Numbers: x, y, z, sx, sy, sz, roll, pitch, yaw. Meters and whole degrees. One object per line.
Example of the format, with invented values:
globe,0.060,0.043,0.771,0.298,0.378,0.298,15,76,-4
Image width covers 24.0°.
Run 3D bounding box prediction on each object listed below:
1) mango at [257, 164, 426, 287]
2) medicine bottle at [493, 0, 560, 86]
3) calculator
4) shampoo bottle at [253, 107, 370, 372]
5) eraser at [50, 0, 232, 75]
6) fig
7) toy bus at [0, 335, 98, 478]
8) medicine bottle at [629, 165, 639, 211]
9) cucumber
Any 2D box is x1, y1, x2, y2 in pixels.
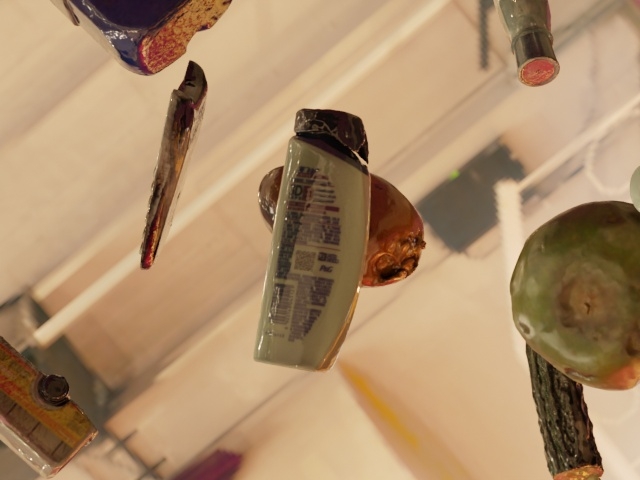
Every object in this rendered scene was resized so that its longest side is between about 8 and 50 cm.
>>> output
mango,0.033,-0.027,2.269,0.287,0.201,0.152,22,139,35
medicine bottle,0.199,-0.241,1.504,0.090,0.054,0.208,66,-165,-50
calculator,-0.194,-0.087,1.930,0.040,0.268,0.177,17,-155,-2
shampoo bottle,0.000,0.000,2.078,0.134,0.359,0.078,8,176,20
eraser,-0.256,-0.328,1.619,0.332,0.155,0.101,44,170,18
fig,0.320,0.051,1.666,0.206,0.206,0.275,52,-160,5
toy bus,-0.405,0.182,1.902,0.268,0.106,0.092,42,152,0
medicine bottle,0.316,-0.047,1.321,0.083,0.047,0.047,-7,-134,-29
cucumber,0.316,0.199,1.997,0.077,0.077,0.265,18,-120,-73
